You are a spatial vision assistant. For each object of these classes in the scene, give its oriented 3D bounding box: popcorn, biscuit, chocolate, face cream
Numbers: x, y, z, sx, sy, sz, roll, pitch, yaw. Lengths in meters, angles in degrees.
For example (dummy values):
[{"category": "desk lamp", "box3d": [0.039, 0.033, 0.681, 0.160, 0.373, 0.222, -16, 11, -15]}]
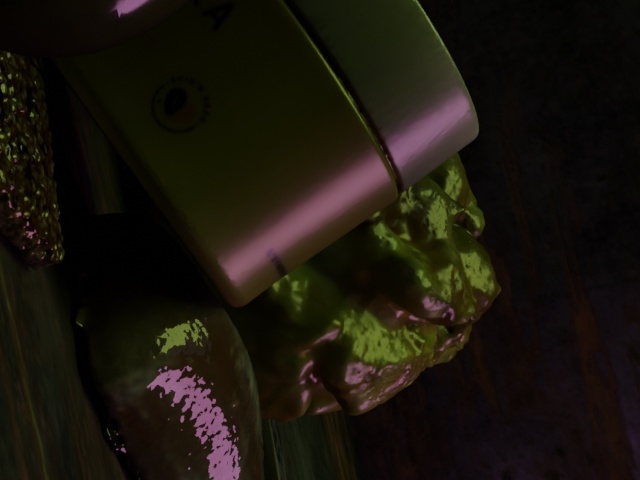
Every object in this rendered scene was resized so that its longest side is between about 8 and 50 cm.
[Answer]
[{"category": "popcorn", "box3d": [-0.009, -0.004, 1.357, 0.282, 0.247, 0.282, -21, 90, -78]}, {"category": "biscuit", "box3d": [-0.168, -0.111, 0.925, 0.131, 0.026, 0.237, 73, 7, -67]}, {"category": "chocolate", "box3d": [-0.079, 0.093, 1.128, 0.261, 0.083, 0.161, 72, 5, -48]}, {"category": "face cream", "box3d": [-0.041, -0.096, 1.068, 0.218, 0.179, 0.218, 54, -4, 5]}]

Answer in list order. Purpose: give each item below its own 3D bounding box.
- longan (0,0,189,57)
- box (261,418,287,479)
[{"category": "longan", "box3d": [-0.129, -0.175, 0.805, 0.204, 0.159, 0.185, 20, 63, -41]}, {"category": "box", "box3d": [-0.050, 0.201, 1.520, 0.055, 0.040, 0.218, 70, 8, -54]}]
